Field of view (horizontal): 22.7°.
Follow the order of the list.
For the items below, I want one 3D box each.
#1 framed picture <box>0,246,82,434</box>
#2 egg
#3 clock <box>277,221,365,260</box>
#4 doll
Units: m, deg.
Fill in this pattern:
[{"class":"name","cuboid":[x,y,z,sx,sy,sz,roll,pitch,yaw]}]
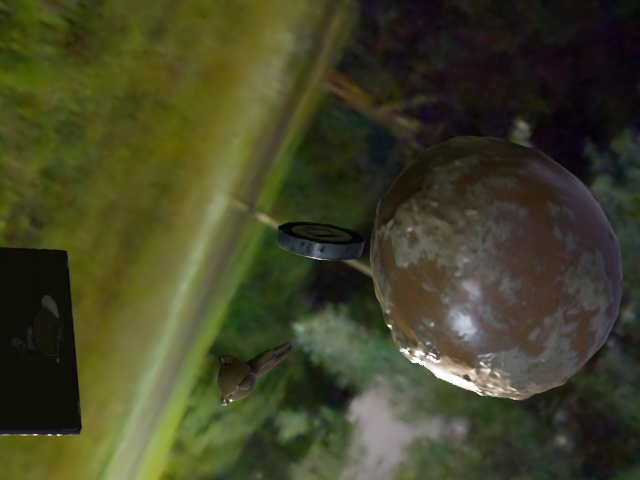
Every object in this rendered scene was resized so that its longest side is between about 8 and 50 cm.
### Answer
[{"class":"framed picture","cuboid":[-0.423,0.101,1.702,0.013,0.323,0.244,115,-28,-48]},{"class":"egg","cuboid":[0.141,0.020,1.291,0.245,0.203,0.203,47,65,-45]},{"class":"clock","cuboid":[0.000,0.000,1.503,0.085,0.085,0.017,-56,156,-76]},{"class":"doll","cuboid":[-0.069,0.140,1.685,0.093,0.051,0.061,-7,155,-37]}]
